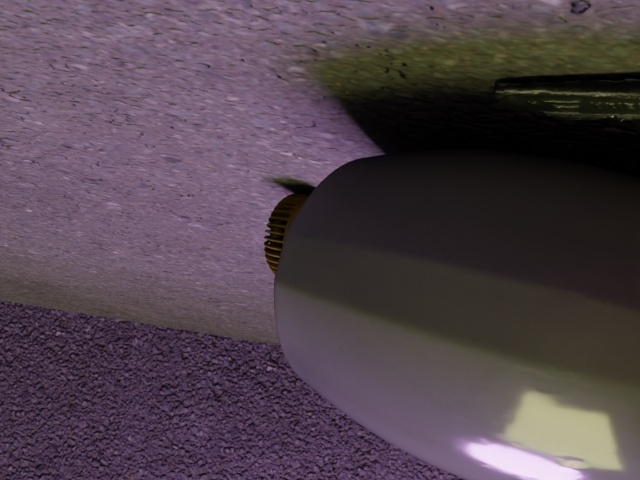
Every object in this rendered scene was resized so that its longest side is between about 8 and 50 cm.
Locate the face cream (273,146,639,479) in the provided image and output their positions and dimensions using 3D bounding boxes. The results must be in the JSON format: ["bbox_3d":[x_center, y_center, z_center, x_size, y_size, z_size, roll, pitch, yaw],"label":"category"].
[{"bbox_3d":[0.168,0.062,0.776,0.356,0.220,0.312,15,178,22],"label":"face cream"}]

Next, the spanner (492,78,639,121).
[{"bbox_3d":[0.235,-0.071,0.587,0.325,0.026,0.093,4,167,35],"label":"spanner"}]

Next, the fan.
[{"bbox_3d":[0.000,0.000,1.085,0.039,0.082,0.155,10,-178,30],"label":"fan"}]
